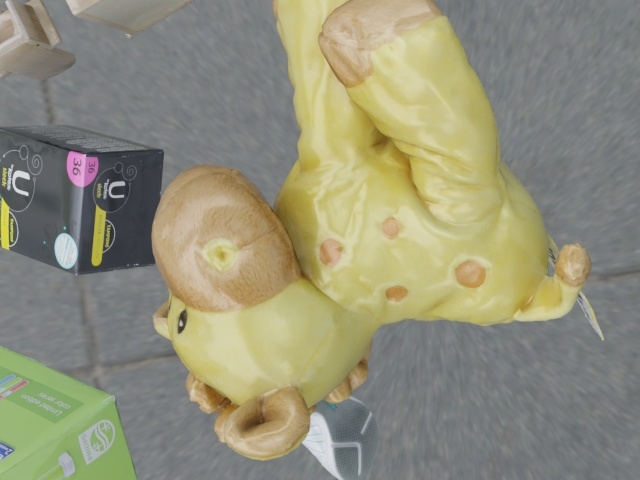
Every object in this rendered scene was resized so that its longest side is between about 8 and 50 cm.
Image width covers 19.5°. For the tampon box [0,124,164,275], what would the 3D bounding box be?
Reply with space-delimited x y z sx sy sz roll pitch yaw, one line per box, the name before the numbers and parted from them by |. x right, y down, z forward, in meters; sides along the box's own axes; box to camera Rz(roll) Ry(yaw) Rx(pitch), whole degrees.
tampon box | -0.246 -0.044 1.842 0.161 0.101 0.120 16 106 44

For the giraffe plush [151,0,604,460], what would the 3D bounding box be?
giraffe plush | 0.000 0.000 0.809 0.170 0.181 0.210 -33 92 -3

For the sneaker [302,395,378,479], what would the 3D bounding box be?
sneaker | -0.006 0.127 1.416 0.054 0.061 0.152 -52 131 -24

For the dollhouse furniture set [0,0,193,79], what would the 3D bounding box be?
dollhouse furniture set | -0.262 -0.381 1.850 0.303 0.174 0.356 -29 82 12

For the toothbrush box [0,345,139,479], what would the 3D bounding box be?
toothbrush box | -0.272 0.180 1.087 0.283 0.206 0.122 -33 124 -36
